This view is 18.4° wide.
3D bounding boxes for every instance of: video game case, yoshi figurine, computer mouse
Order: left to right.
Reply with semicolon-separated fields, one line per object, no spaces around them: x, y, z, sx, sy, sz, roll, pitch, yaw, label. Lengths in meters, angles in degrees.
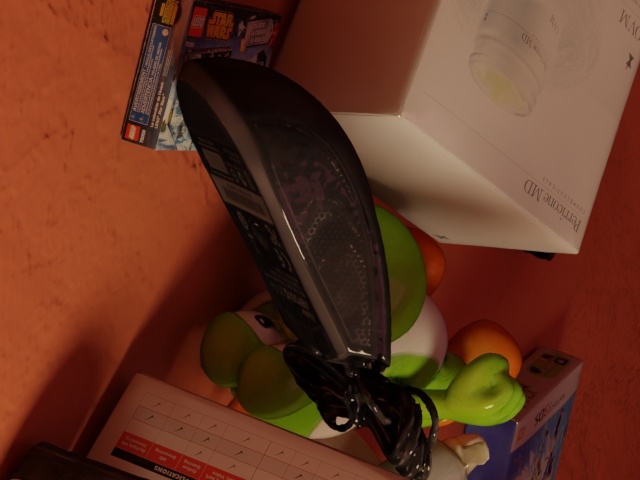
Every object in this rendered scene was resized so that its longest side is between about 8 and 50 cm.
0.000;0.000;1.180;0.072;0.188;0.272;-30;114;-13;computer mouse
0.046;0.052;1.458;0.362;0.204;0.203;-2;92;-67;yoshi figurine
0.210;0.281;2.238;0.244;0.061;0.269;-28;132;-62;video game case

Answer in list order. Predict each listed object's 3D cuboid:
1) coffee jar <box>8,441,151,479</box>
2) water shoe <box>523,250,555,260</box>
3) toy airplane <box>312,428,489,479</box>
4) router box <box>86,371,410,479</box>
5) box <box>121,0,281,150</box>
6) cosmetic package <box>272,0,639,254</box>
-0.164;0.210;1.138;0.079;0.096;0.184;73;38;-57;coffee jar
0.246;-0.059;2.037;0.080;0.073;0.203;-56;154;-34;water shoe
0.144;0.337;1.544;0.272;0.386;0.384;121;-13;-45;toy airplane
-0.034;0.271;1.172;0.301;0.335;0.082;-60;156;-23;router box
-0.072;-0.103;1.225;0.137;0.027;0.094;-4;111;-69;box
0.105;-0.137;1.381;0.224;0.138;0.224;33;72;-43;cosmetic package
